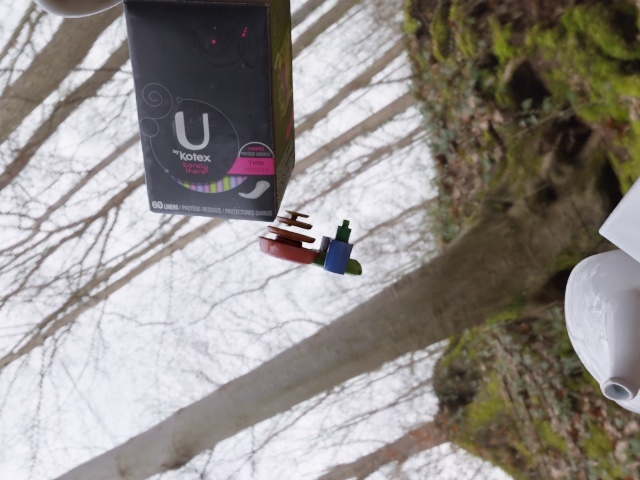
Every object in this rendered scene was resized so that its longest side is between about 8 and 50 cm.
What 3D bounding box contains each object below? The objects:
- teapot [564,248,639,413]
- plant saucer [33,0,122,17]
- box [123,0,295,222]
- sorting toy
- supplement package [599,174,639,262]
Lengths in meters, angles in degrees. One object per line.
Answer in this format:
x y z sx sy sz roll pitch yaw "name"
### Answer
0.392 0.120 0.978 0.256 0.252 0.187 5 -103 -4 "teapot"
-0.284 -0.497 1.223 0.100 0.400 0.400 41 -146 6 "plant saucer"
-0.122 -0.175 1.055 0.143 0.165 0.270 -75 -14 -57 "box"
0.000 0.000 0.689 0.102 0.061 0.042 14 -88 -47 "sorting toy"
0.263 -0.068 0.396 0.139 0.244 0.134 39 -129 13 "supplement package"
